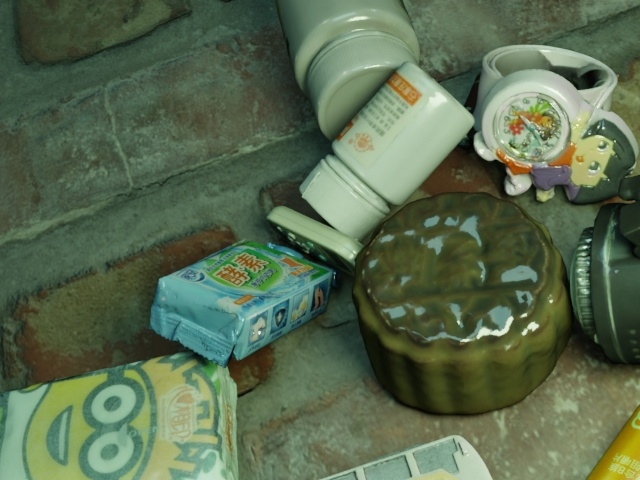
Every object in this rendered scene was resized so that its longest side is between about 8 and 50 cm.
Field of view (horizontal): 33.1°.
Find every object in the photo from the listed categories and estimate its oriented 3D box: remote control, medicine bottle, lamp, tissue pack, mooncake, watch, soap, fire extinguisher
[{"bbox_3d":[0.000,0.000,1.560,0.221,0.078,0.042,24,71,48],"label":"remote control"},{"bbox_3d":[0.095,-0.126,1.571,0.252,0.144,0.144,-51,50,8],"label":"medicine bottle"},{"bbox_3d":[0.450,0.054,1.316,0.272,0.374,0.205,-19,45,45],"label":"lamp"},{"bbox_3d":[0.361,0.276,1.232,0.096,0.096,0.192,28,62,33],"label":"medicine bottle"},{"bbox_3d":[-0.262,0.277,1.389,0.310,0.128,0.228,-13,48,5],"label":"tissue pack"},{"bbox_3d":[0.187,0.075,1.412,0.290,0.161,0.290,-7,50,9],"label":"mooncake"},{"bbox_3d":[0.347,-0.180,1.598,0.244,0.196,0.231,11,30,8],"label":"watch"},{"bbox_3d":[0.051,-0.318,1.757,0.208,0.208,0.340,-16,48,3],"label":"medicine bottle"},{"bbox_3d":[-0.100,0.075,1.480,0.156,0.077,0.293,20,23,24],"label":"soap"},{"bbox_3d":[0.244,-0.200,1.710,0.064,0.043,0.158,-12,41,44],"label":"fire extinguisher"}]

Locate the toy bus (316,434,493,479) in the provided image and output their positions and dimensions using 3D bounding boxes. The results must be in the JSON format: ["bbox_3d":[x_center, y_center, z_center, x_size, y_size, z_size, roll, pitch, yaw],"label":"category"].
[{"bbox_3d":[0.044,0.343,1.271,0.342,0.097,0.138,-20,41,1],"label":"toy bus"}]
